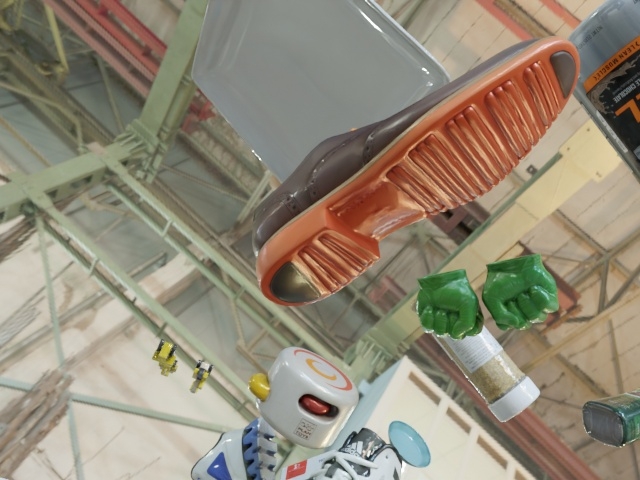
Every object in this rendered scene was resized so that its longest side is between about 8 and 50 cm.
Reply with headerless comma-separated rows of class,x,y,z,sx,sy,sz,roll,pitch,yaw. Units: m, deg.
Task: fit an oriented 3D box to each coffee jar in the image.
coffee jar,0.610,0.339,1.066,0.096,0.184,0.079,180,-94,-67

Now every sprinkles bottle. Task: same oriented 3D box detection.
sprinkles bottle,0.377,0.266,1.361,0.355,0.121,0.121,53,-50,19

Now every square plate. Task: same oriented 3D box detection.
square plate,-0.025,-0.220,0.733,0.344,0.049,0.347,49,-35,7

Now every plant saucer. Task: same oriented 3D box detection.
plant saucer,0.193,0.457,1.218,0.119,0.119,0.021,40,-68,5

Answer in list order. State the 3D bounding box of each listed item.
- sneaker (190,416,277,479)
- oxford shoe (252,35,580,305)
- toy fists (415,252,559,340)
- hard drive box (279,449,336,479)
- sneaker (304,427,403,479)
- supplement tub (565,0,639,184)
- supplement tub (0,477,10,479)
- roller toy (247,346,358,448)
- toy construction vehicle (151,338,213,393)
sneaker,-0.197,0.574,1.246,0.182,0.316,0.127,-15,-37,17
oxford shoe,0.051,-0.064,0.402,0.271,0.098,0.097,-34,-41,14
toy fists,0.325,0.122,1.096,0.278,0.096,0.143,-15,-93,22
hard drive box,-0.022,0.674,1.382,0.181,0.232,0.089,-28,-67,20
sneaker,-0.018,0.408,0.898,0.169,0.258,0.447,4,-29,42
supplement tub,0.539,-0.214,0.842,0.207,0.207,0.338,-41,-105,38
supplement tub,-0.605,0.598,0.903,0.240,0.331,0.241,9,-55,13
roller toy,-0.032,0.330,1.141,0.191,0.209,0.146,34,-84,33
toy construction vehicle,-0.204,0.187,0.792,0.085,0.035,0.098,25,-36,-8
